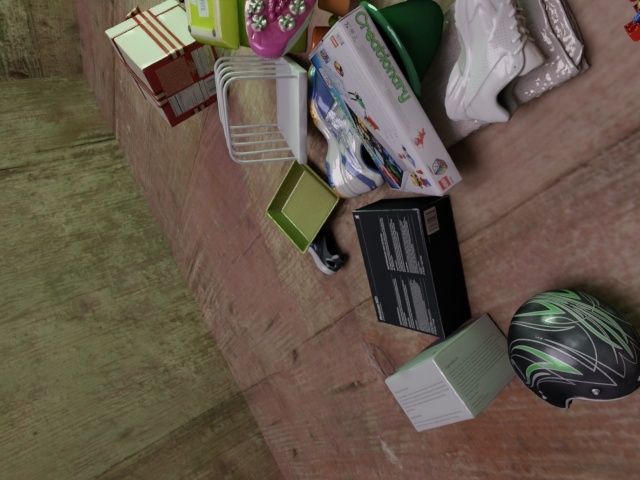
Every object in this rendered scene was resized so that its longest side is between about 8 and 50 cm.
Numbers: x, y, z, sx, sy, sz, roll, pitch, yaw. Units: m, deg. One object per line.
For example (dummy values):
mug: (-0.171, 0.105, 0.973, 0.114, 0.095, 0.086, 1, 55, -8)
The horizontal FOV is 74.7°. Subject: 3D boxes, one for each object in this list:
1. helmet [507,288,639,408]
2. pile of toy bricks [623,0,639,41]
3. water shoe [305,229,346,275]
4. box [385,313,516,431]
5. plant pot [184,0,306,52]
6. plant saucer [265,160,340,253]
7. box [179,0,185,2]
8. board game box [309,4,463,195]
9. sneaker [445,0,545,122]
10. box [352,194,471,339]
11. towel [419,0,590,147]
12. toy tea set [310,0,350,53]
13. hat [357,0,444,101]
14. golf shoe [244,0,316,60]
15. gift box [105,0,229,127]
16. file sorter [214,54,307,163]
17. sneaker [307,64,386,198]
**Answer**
helmet: (0.367, 0.153, 0.613, 0.169, 0.169, 0.162, 49, 159, 26)
pile of toy bricks: (0.413, -0.247, 0.386, 0.105, 0.118, 0.212, 44, 133, -15)
water shoe: (0.000, 0.000, 1.151, 0.080, 0.073, 0.203, -48, 64, 25)
box: (0.256, 0.258, 0.815, 0.119, 0.181, 0.181, 55, 146, 14)
plant pot: (-0.178, -0.545, 0.937, 0.227, 0.207, 0.228, 33, 133, 42)
plant saucer: (-0.041, -0.093, 1.109, 0.188, 0.045, 0.188, 47, 117, 28)
box: (-0.335, -0.825, 1.114, 0.307, 0.076, 0.243, -1, 108, 55)
board game box: (0.103, -0.217, 0.719, 0.305, 0.053, 0.193, 54, 175, -17)
sneaker: (0.239, -0.264, 0.546, 0.115, 0.090, 0.232, 26, 139, 35)
box: (0.185, 0.048, 0.864, 0.184, 0.103, 0.261, 3, 111, 51)
towel: (0.240, -0.270, 0.647, 0.282, 0.049, 0.187, -27, 85, 57)
toy tea set: (0.064, -0.464, 0.733, 0.336, 0.124, 0.200, 113, 163, -70)
hat: (0.174, -0.340, 0.643, 0.173, 0.183, 0.208, 56, -176, 16)
golf shoe: (-0.052, -0.422, 0.742, 0.140, 0.115, 0.307, 88, -166, -69)
gift box: (-0.441, -0.544, 1.277, 0.258, 0.276, 0.255, 45, 158, 24)
file sorter: (-0.143, -0.311, 0.969, 0.278, 0.172, 0.193, -117, 23, -55)
sneaker: (0.066, -0.244, 0.886, 0.130, 0.111, 0.297, -12, 98, 35)
